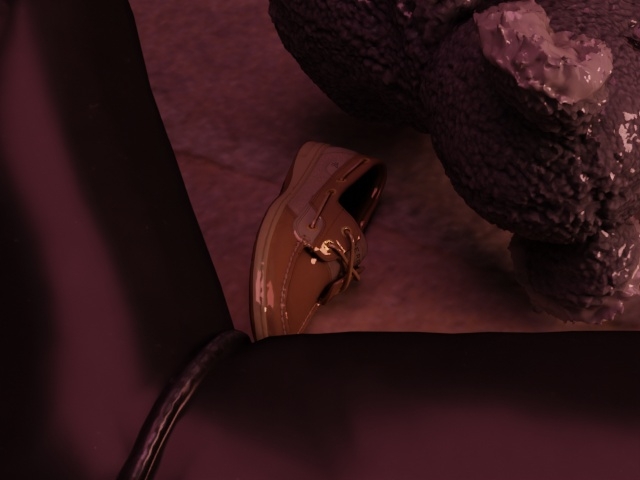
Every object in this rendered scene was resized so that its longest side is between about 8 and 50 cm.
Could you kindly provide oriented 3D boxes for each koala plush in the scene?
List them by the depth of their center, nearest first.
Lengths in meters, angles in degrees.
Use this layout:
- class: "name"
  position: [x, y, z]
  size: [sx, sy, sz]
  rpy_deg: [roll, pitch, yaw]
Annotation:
- class: "koala plush"
  position: [0.092, -0.080, 0.870]
  size: [0.203, 0.196, 0.221]
  rpy_deg: [-17, 47, -3]

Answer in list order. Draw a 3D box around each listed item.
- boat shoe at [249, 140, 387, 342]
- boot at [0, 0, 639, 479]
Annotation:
- class: "boat shoe"
  position: [0.000, 0.000, 0.877]
  size: [0.045, 0.050, 0.135]
  rpy_deg: [4, 43, 15]
- class: "boot"
  position: [0.061, 0.046, 0.704]
  size: [0.445, 0.146, 0.367]
  rpy_deg: [1, 72, 8]
